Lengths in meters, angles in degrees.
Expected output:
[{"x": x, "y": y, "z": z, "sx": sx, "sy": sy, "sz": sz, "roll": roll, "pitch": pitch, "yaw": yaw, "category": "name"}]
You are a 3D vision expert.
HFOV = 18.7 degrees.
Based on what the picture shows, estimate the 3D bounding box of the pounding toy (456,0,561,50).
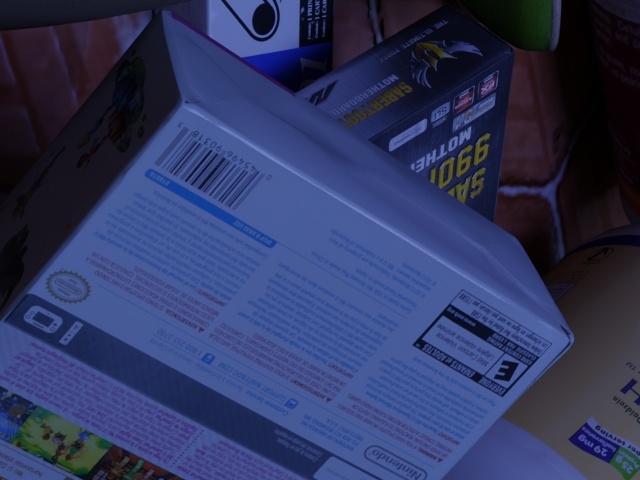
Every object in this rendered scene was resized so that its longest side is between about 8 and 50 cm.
[{"x": 0.071, "y": -0.196, "z": 1.091, "sx": 0.237, "sy": 0.110, "sz": 0.183, "roll": -78, "pitch": 163, "yaw": -80, "category": "pounding toy"}]

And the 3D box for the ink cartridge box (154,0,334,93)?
[{"x": -0.040, "y": -0.114, "z": 1.041, "sx": 0.097, "sy": 0.046, "sz": 0.207, "roll": -16, "pitch": 114, "yaw": -44, "category": "ink cartridge box"}]

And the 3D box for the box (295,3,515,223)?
[{"x": 0.000, "y": 0.000, "z": 1.048, "sx": 0.231, "sy": 0.056, "sz": 0.183, "roll": -32, "pitch": 144, "yaw": -29, "category": "box"}]

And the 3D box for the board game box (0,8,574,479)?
[{"x": -0.073, "y": 0.080, "z": 0.871, "sx": 0.224, "sy": 0.097, "sz": 0.303, "roll": 32, "pitch": 109, "yaw": -28, "category": "board game box"}]

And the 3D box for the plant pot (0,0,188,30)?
[{"x": -0.095, "y": -0.190, "z": 0.777, "sx": 0.256, "sy": 0.274, "sz": 0.256, "roll": -20, "pitch": 117, "yaw": -44, "category": "plant pot"}]

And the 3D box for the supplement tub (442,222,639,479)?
[{"x": 0.157, "y": 0.162, "z": 1.206, "sx": 0.331, "sy": 0.241, "sz": 0.241, "roll": -37, "pitch": 128, "yaw": -36, "category": "supplement tub"}]

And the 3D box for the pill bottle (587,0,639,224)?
[{"x": 0.277, "y": -0.193, "z": 1.243, "sx": 0.224, "sy": 0.224, "sz": 0.392, "roll": -39, "pitch": 130, "yaw": -34, "category": "pill bottle"}]
